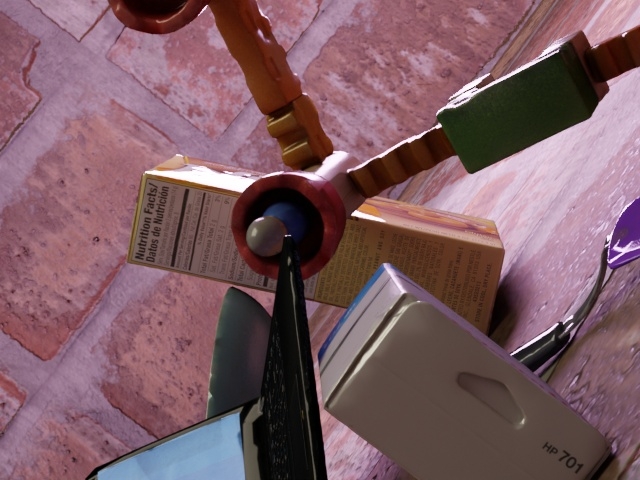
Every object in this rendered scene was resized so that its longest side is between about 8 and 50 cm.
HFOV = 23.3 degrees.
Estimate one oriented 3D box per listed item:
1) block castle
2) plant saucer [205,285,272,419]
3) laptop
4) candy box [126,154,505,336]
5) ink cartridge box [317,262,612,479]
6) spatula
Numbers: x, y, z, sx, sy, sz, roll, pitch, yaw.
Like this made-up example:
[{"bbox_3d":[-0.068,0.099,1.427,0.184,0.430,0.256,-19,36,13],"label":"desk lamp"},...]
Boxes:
[{"bbox_3d":[0.090,-0.188,1.117,0.453,0.303,0.213,-25,7,24],"label":"block castle"},{"bbox_3d":[-0.060,0.198,1.327,0.317,0.044,0.317,0,-90,-86],"label":"plant saucer"},{"bbox_3d":[-0.082,0.168,0.995,0.264,0.137,0.234,100,166,-46],"label":"laptop"},{"bbox_3d":[0.000,0.000,1.395,0.183,0.316,0.087,-66,-13,-82],"label":"candy box"},{"bbox_3d":[0.075,0.089,0.890,0.082,0.140,0.190,-52,3,4],"label":"ink cartridge box"},{"bbox_3d":[0.169,0.043,1.031,0.296,0.030,0.084,-51,6,37],"label":"spatula"}]
